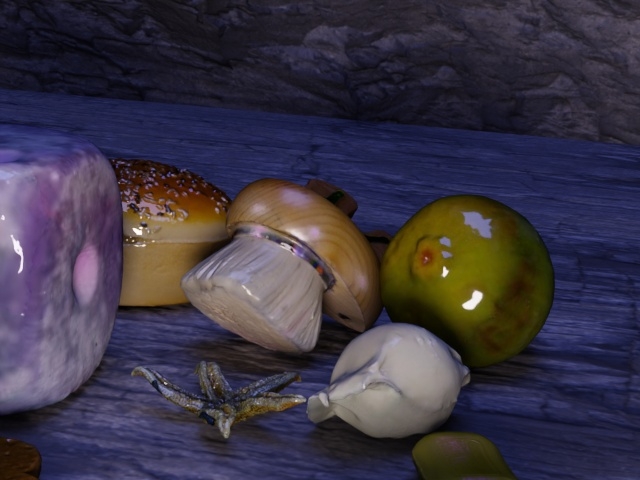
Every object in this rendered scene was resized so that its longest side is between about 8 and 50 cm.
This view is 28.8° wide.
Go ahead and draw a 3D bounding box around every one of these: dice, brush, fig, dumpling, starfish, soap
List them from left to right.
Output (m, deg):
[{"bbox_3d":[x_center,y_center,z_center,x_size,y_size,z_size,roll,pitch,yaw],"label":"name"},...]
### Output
[{"bbox_3d":[-0.377,0.022,1.342,0.271,0.270,0.270,6,14,10],"label":"dice"},{"bbox_3d":[-0.087,0.159,1.311,0.176,0.053,0.208,-10,18,-36],"label":"starfish"},{"bbox_3d":[-0.025,0.059,1.521,0.174,0.166,0.266,0,-33,49],"label":"brush"},{"bbox_3d":[0.065,0.156,1.292,0.155,0.111,0.181,-25,-45,33],"label":"dumpling"},{"bbox_3d":[0.136,0.219,1.155,0.089,0.045,0.140,-2,17,-9],"label":"soap"},{"bbox_3d":[0.191,0.059,1.508,0.230,0.207,0.207,39,-4,-29],"label":"fig"}]

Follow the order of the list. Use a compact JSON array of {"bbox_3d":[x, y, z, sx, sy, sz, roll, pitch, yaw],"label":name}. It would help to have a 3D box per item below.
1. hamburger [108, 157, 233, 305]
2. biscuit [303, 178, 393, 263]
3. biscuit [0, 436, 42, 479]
[{"bbox_3d":[-0.255,-0.020,1.715,0.300,0.176,0.300,4,14,-1],"label":"hamburger"},{"bbox_3d":[0.000,0.000,1.753,0.202,0.047,0.334,46,29,14],"label":"biscuit"},{"bbox_3d":[-0.320,0.233,1.012,0.208,0.041,0.290,5,16,9],"label":"biscuit"}]
